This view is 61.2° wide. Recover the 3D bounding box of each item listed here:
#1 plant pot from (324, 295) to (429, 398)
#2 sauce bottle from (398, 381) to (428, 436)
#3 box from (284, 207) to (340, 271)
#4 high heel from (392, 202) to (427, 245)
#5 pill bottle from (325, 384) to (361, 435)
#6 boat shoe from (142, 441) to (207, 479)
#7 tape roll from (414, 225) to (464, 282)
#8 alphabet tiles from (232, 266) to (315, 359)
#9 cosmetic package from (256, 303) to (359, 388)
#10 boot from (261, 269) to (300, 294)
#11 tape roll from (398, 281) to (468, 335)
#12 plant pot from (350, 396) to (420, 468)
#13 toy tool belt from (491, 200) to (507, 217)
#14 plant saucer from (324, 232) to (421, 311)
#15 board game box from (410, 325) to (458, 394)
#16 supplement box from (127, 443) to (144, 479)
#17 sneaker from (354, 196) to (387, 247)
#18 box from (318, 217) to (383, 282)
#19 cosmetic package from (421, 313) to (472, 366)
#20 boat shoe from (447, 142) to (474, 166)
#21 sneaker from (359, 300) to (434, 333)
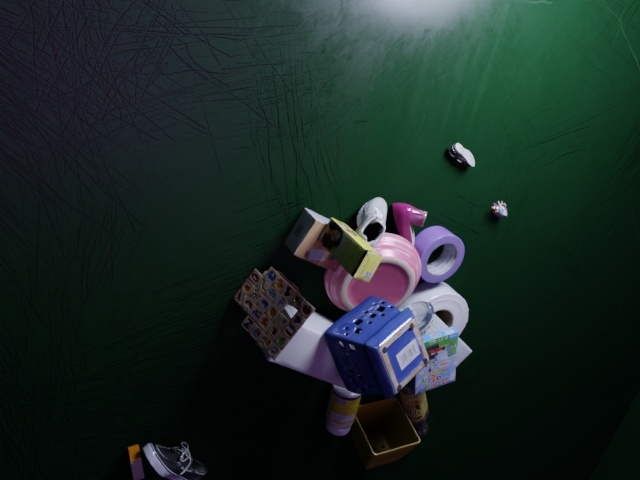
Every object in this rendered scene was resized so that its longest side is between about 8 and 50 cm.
[{"bbox_3d":[0.187,0.331,1.661,0.236,0.212,0.236,-33,111,-32],"label":"plant pot"},{"bbox_3d":[0.389,0.678,2.227,0.111,0.111,0.344,-26,124,-12],"label":"sauce bottle"},{"bbox_3d":[0.000,0.000,1.660,0.170,0.091,0.130,23,104,-34],"label":"box"},{"bbox_3d":[0.265,-0.015,1.816,0.117,0.082,0.244,18,130,4],"label":"high heel"},{"bbox_3d":[0.083,0.620,2.034,0.119,0.119,0.209,-2,118,-26],"label":"pill bottle"},{"bbox_3d":[-0.479,0.745,1.824,0.105,0.113,0.306,-38,130,-11],"label":"boat shoe"},{"bbox_3d":[0.405,0.049,1.902,0.188,0.080,0.189,-12,122,-20],"label":"tape roll"},{"bbox_3d":[-0.156,0.203,1.620,0.198,0.237,0.009,-52,155,8],"label":"alphabet tiles"},{"bbox_3d":[-0.029,0.334,1.770,0.365,0.197,0.155,31,99,-37],"label":"cosmetic package"},{"bbox_3d":[-0.116,0.148,1.690,0.158,0.085,0.059,35,99,-35],"label":"boot"},{"bbox_3d":[0.412,0.294,2.031,0.286,0.100,0.286,-12,121,-21],"label":"tape roll"},{"bbox_3d":[0.237,0.788,2.164,0.212,0.212,0.187,-6,131,-24],"label":"plant pot"},{"bbox_3d":[0.644,-0.120,1.955,0.083,0.052,0.051,28,71,-39],"label":"toy tool belt"},{"bbox_3d":[0.180,0.130,1.783,0.332,0.084,0.332,-7,127,-9],"label":"plant saucer"},{"bbox_3d":[0.377,0.400,1.799,0.160,0.039,0.212,-13,120,-17],"label":"board game box"},{"bbox_3d":[-0.607,0.731,1.780,0.036,0.062,0.099,-10,120,-23],"label":"supplement box"},{"bbox_3d":[0.163,-0.047,1.628,0.099,0.262,0.121,37,140,-11],"label":"sneaker"},{"bbox_3d":[0.078,0.023,1.509,0.058,0.232,0.087,20,104,-34],"label":"box"},{"bbox_3d":[0.397,0.380,1.913,0.184,0.151,0.151,-46,125,2],"label":"cosmetic package"},{"bbox_3d":[0.463,-0.276,1.774,0.125,0.038,0.046,25,62,-40],"label":"boat shoe"},{"bbox_3d":[0.260,0.290,1.875,0.283,0.110,0.122,-31,148,25],"label":"sneaker"}]
